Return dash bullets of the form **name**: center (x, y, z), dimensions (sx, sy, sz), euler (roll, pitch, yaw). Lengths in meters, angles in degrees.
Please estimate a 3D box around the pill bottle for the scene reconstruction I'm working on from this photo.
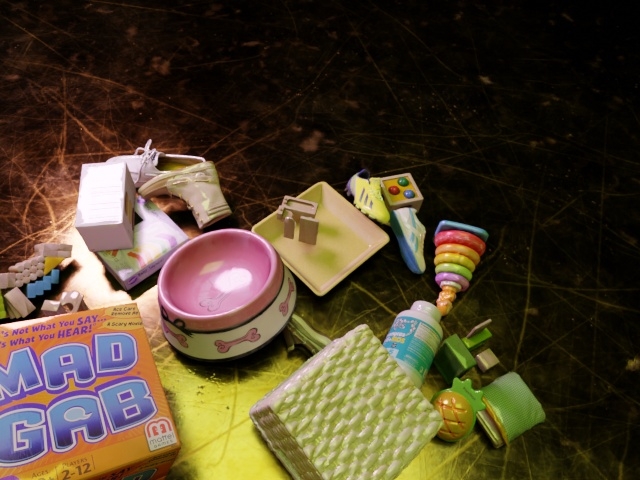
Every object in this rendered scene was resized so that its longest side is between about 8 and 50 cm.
- **pill bottle**: center (0.258, 0.302, 1.443), dimensions (0.146, 0.146, 0.264), euler (26, 56, 12)

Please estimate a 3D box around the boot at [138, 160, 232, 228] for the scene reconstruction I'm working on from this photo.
- **boot**: center (-0.442, -0.129, 1.660), dimensions (0.262, 0.095, 0.203), euler (-21, 89, -16)

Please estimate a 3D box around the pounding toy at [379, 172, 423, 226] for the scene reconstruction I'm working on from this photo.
- **pounding toy**: center (0.264, -0.125, 1.770), dimensions (0.181, 0.094, 0.206), euler (-12, 57, -14)

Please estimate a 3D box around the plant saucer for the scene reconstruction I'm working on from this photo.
- **plant saucer**: center (0.000, 0.000, 1.664), dimensions (0.333, 0.081, 0.333), euler (-37, 66, -26)

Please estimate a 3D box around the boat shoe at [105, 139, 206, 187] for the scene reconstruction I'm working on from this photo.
- **boat shoe**: center (-0.570, -0.266, 1.740), dimensions (0.367, 0.156, 0.135), euler (8, 55, -1)

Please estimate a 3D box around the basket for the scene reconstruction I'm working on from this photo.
- **basket**: center (0.053, 0.433, 1.227), dimensions (0.331, 0.266, 0.328), euler (-35, 78, -24)

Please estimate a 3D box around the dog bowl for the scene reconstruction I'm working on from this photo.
- **dog bowl**: center (-0.277, 0.132, 1.440), dimensions (0.408, 0.150, 0.408), euler (-4, 45, 4)

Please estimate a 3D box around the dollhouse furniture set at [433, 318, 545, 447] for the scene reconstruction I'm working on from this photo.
- **dollhouse furniture set**: center (0.489, 0.389, 1.403), dimensions (0.198, 0.151, 0.301), euler (-22, 61, -20)

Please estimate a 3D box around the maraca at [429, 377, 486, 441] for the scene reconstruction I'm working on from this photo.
- **maraca**: center (0.359, 0.452, 1.346), dimensions (0.127, 0.185, 0.099), euler (42, 20, 25)

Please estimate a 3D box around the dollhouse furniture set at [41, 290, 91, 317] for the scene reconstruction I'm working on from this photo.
- **dollhouse furniture set**: center (-0.642, 0.196, 1.398), dimensions (0.161, 0.182, 0.101), euler (6, 55, -1)

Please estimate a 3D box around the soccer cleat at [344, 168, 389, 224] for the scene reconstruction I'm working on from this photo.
- **soccer cleat**: center (0.170, -0.156, 1.711), dimensions (0.093, 0.121, 0.289), euler (32, 16, -31)

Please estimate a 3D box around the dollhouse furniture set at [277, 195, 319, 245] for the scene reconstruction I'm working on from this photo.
- **dollhouse furniture set**: center (-0.063, -0.095, 1.599), dimensions (0.144, 0.123, 0.151), euler (14, 55, 3)

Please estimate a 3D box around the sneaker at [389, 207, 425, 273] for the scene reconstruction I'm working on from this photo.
- **sneaker**: center (0.308, -0.003, 1.670), dimensions (0.092, 0.087, 0.228), euler (-14, 79, -18)

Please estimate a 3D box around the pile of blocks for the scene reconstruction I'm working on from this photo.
- **pile of blocks**: center (-0.888, 0.135, 1.479), dimensions (0.113, 0.149, 0.362), euler (-6, 29, 44)

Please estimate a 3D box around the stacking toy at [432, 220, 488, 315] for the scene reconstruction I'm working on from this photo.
- **stacking toy**: center (0.424, 0.101, 1.612), dimensions (0.166, 0.175, 0.301), euler (15, 67, 8)

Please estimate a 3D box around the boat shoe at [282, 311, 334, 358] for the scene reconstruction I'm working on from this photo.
- **boat shoe**: center (-0.068, 0.278, 1.459), dimensions (0.257, 0.095, 0.095), euler (31, 64, 15)

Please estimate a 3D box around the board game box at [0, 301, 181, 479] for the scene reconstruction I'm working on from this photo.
- **board game box**: center (-0.560, 0.405, 1.101), dimensions (0.356, 0.356, 0.356), euler (-7, 55, -34)

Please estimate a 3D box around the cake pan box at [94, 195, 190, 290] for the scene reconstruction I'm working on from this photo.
- **cake pan box**: center (-0.592, -0.006, 1.614), dimensions (0.246, 0.070, 0.267), euler (-35, 65, -28)

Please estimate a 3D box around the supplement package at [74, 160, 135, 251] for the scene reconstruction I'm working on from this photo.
- **supplement package**: center (-0.655, -0.105, 1.553), dimensions (0.134, 0.139, 0.244), euler (-6, 57, -8)
